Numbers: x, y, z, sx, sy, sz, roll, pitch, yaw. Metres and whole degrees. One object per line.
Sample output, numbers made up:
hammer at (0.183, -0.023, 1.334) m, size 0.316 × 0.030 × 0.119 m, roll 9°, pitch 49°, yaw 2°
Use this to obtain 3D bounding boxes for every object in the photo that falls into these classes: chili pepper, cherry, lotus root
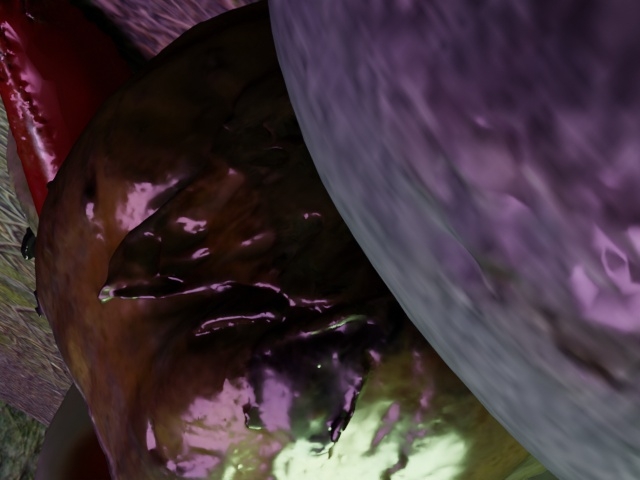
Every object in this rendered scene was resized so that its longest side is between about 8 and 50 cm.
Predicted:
chili pepper at (-0.124, 0.005, 1.202) m, size 0.110 × 0.110 × 0.388 m, roll 20°, pitch 135°, yaw 40°
cherry at (0.118, -0.038, 0.462) m, size 0.296 × 0.218 × 0.255 m, roll 42°, pitch 167°, yaw 8°
lotus root at (0.000, 0.000, 0.838) m, size 0.272 × 0.272 × 0.192 m, roll 29°, pitch 156°, yaw 12°

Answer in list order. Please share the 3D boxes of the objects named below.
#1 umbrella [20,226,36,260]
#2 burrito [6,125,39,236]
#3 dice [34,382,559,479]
umbrella at (-0.197, -0.004, 1.614) m, size 0.053 × 0.052 × 0.250 m, roll 0°, pitch 178°, yaw -23°
burrito at (-0.160, 0.004, 1.359) m, size 0.226 × 0.060 × 0.087 m, roll 56°, pitch 164°, yaw 25°
dice at (0.040, 0.174, 1.088) m, size 0.304 × 0.277 × 0.304 m, roll -3°, pitch 136°, yaw 44°
